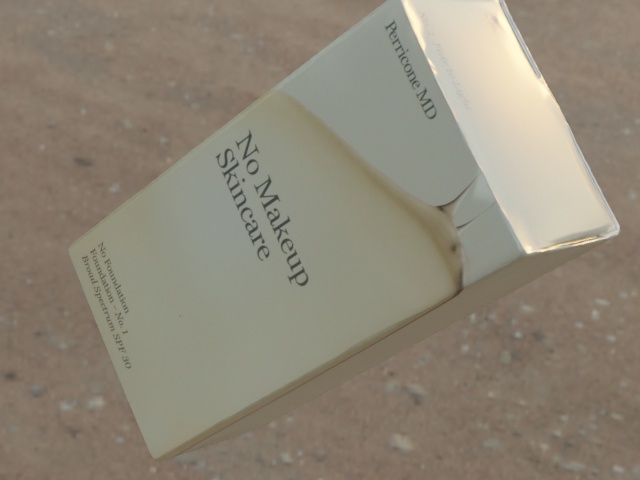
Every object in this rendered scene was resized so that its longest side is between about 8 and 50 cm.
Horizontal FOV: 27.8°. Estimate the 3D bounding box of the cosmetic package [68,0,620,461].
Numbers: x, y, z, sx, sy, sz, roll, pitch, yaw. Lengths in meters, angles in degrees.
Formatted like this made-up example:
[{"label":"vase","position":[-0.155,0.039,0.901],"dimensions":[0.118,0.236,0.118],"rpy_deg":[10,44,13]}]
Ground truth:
[{"label":"cosmetic package","position":[0.000,0.000,0.775],"dimensions":[0.113,0.309,0.160],"rpy_deg":[-11,71,-50]}]
